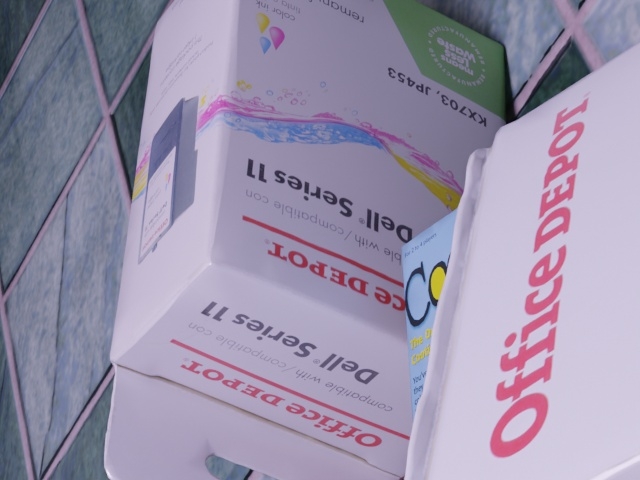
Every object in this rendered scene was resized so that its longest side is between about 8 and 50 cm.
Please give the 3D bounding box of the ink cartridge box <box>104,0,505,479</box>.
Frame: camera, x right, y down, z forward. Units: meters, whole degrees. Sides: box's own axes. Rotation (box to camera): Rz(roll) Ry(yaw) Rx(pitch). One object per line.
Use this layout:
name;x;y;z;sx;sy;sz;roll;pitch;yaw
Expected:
ink cartridge box;0.000;0.000;1.156;0.119;0.207;0.353;-44;32;42

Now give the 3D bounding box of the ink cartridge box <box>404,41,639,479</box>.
ink cartridge box;0.233;-0.010;0.631;0.384;0.160;0.279;-32;21;28

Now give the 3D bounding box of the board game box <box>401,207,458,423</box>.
board game box;0.142;0.113;0.977;0.144;0.142;0.275;-37;48;49
